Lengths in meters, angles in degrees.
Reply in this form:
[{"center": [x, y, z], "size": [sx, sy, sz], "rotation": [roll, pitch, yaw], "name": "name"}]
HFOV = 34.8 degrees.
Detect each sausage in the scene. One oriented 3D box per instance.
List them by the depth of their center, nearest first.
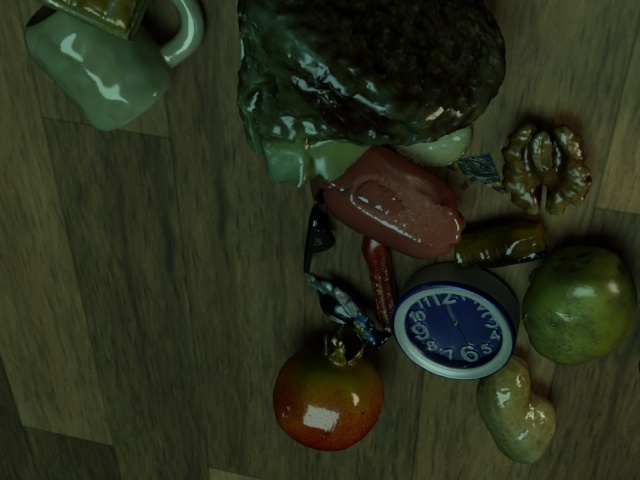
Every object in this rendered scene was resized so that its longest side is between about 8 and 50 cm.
[{"center": [0.110, -0.071, 1.695], "size": [0.279, 0.152, 0.152], "rotation": [28, 134, -9], "name": "sausage"}]

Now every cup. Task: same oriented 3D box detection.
[{"center": [-0.323, -0.312, 1.615], "size": [0.255, 0.173, 0.202], "rotation": [-17, 125, 32], "name": "cup"}]

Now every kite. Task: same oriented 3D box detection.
[{"center": [0.264, -0.113, 1.707], "size": [0.122, 0.004, 0.090], "rotation": [28, 133, -6], "name": "kite"}]

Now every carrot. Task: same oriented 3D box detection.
[{"center": [0.301, 0.008, 1.751], "size": [0.173, 0.082, 0.082], "rotation": [-11, 126, 26], "name": "carrot"}]

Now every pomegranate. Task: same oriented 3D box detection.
[{"center": [0.021, 0.294, 2.017], "size": [0.221, 0.221, 0.257], "rotation": [16, 117, 5], "name": "pomegranate"}]

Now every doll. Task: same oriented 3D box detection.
[{"center": [0.048, 0.133, 1.951], "size": [0.195, 0.070, 0.096], "rotation": [41, 152, 7], "name": "doll"}]

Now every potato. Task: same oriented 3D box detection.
[{"center": [0.441, 0.111, 1.748], "size": [0.197, 0.148, 0.228], "rotation": [-15, 127, 14], "name": "potato"}]

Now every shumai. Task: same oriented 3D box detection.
[{"center": [0.019, -0.227, 1.446], "size": [0.395, 0.395, 0.348], "rotation": [31, 133, -9], "name": "shumai"}]

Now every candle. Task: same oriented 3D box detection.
[{"center": [0.110, 0.059, 1.886], "size": [0.051, 0.048, 0.329], "rotation": [-3, 130, 11], "name": "candle"}]

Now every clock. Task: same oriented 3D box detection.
[{"center": [0.252, 0.151, 1.888], "size": [0.230, 0.083, 0.230], "rotation": [13, 129, 16], "name": "clock"}]

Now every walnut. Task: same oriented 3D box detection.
[{"center": [0.361, -0.119, 1.624], "size": [0.143, 0.069, 0.170], "rotation": [5, 131, 16], "name": "walnut"}]

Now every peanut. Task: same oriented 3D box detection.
[{"center": [0.380, 0.326, 1.989], "size": [0.137, 0.122, 0.253], "rotation": [-25, 117, 15], "name": "peanut"}]

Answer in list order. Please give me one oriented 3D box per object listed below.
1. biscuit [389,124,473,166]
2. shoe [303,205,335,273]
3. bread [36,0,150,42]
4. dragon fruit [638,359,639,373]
[{"center": [0.175, -0.180, 1.667], "size": [0.152, 0.020, 0.152], "rotation": [10, 134, 10], "name": "biscuit"}, {"center": [0.000, 0.000, 1.867], "size": [0.053, 0.062, 0.159], "rotation": [8, 134, -5], "name": "shoe"}, {"center": [-0.337, -0.450, 1.471], "size": [0.239, 0.111, 0.246], "rotation": [24, 91, -5], "name": "bread"}, {"center": [0.621, 0.194, 1.799], "size": [0.096, 0.102, 0.147], "rotation": [14, 144, 16], "name": "dragon fruit"}]
